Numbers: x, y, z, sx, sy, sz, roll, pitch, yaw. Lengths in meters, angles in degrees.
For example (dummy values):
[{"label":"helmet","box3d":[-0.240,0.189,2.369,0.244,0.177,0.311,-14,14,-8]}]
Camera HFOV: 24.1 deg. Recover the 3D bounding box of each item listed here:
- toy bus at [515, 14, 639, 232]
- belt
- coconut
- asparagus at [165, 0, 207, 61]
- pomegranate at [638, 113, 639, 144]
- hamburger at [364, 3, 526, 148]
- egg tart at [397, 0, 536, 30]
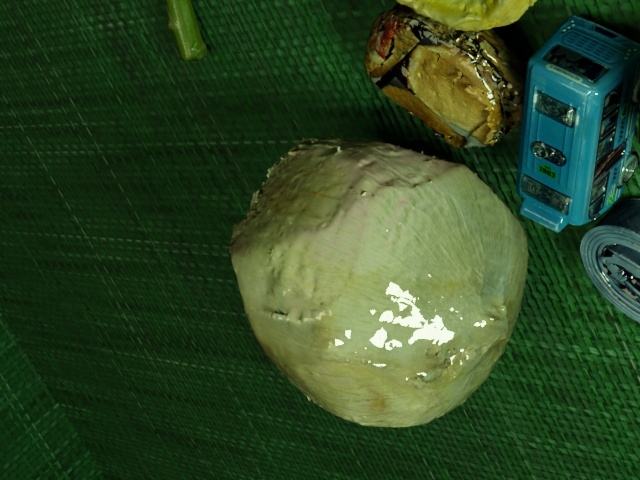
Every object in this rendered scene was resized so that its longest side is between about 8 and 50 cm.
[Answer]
[{"label":"toy bus","box3d":[0.304,-0.132,1.777,0.113,0.134,0.246,30,144,26]},{"label":"belt","box3d":[0.423,0.035,1.870,0.190,0.082,0.141,37,145,19]},{"label":"coconut","box3d":[0.101,0.062,2.010,0.404,0.404,0.405,32,146,25]},{"label":"asparagus","box3d":[-0.214,-0.355,2.262,0.045,0.041,0.178,2,126,25]},{"label":"pomegranate","box3d":[0.425,-0.151,1.594,0.180,0.180,0.210,14,106,43]},{"label":"hamburger","box3d":[0.162,-0.215,1.875,0.231,0.107,0.231,35,154,20]},{"label":"egg tart","box3d":[0.151,-0.383,1.699,0.294,0.123,0.294,28,143,23]}]
